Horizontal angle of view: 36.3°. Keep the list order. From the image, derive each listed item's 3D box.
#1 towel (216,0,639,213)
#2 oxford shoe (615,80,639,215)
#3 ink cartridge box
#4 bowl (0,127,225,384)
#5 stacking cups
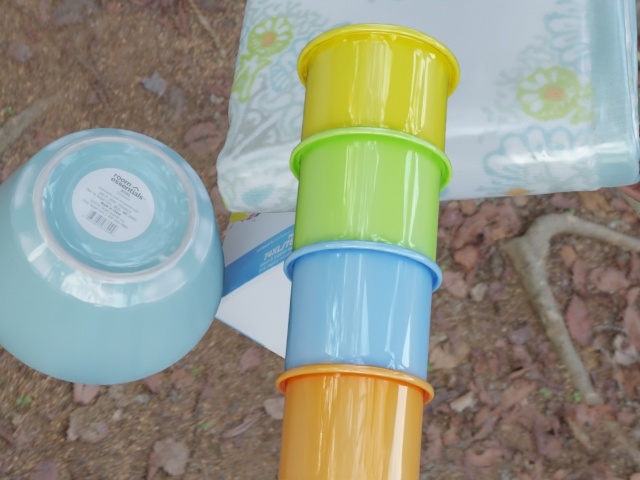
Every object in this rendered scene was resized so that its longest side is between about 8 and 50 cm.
[{"bbox_3d":[0.093,-0.194,0.809,0.321,0.090,0.374,-5,59,21],"label":"towel"},{"bbox_3d":[0.408,0.001,0.849,0.140,0.146,0.397,-44,52,8],"label":"oxford shoe"},{"bbox_3d":[0.000,0.000,1.339,0.198,0.197,0.270,34,46,-27],"label":"ink cartridge box"},{"bbox_3d":[-0.244,-0.004,1.126,0.312,0.163,0.311,8,64,-17],"label":"bowl"},{"bbox_3d":[0.023,0.047,0.508,0.096,0.096,0.316,11,69,-19],"label":"stacking cups"}]
